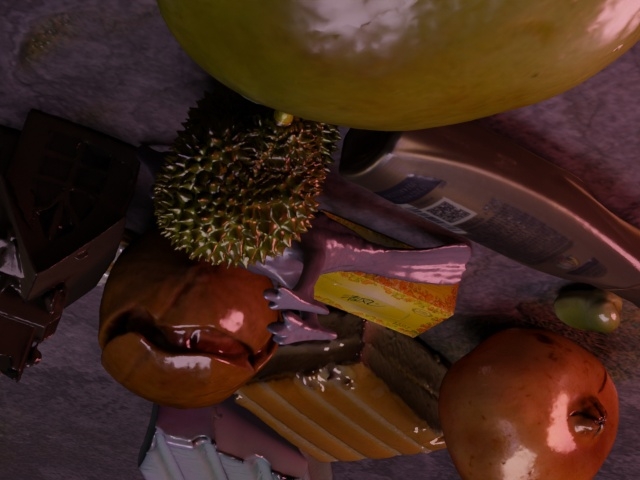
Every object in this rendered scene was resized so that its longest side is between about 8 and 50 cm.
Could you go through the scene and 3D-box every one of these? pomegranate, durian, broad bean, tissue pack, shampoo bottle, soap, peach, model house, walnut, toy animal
[{"bbox_3d":[0.233,0.202,1.519,0.209,0.209,0.209,11,154,5],"label":"pomegranate"},{"bbox_3d":[-0.061,-0.066,1.173,0.146,0.198,0.159,37,-170,-15],"label":"durian"},{"bbox_3d":[0.289,0.075,1.419,0.063,0.045,0.083,31,157,-29],"label":"broad bean"},{"bbox_3d":[0.053,0.040,1.440,0.176,0.062,0.095,22,153,-18],"label":"tissue pack"},{"bbox_3d":[0.188,-0.027,1.218,0.350,0.084,0.125,25,154,-22],"label":"shampoo bottle"},{"bbox_3d":[-0.126,0.309,1.955,0.261,0.156,0.446,9,154,10],"label":"soap"},{"bbox_3d":[0.047,-0.197,0.700,0.315,0.314,0.281,-17,115,18],"label":"peach"},{"bbox_3d":[-0.316,0.018,1.366,0.204,0.243,0.211,19,153,-10],"label":"model house"},{"bbox_3d":[-0.153,0.092,1.498,0.209,0.209,0.336,18,164,-9],"label":"walnut"},{"bbox_3d":[-0.018,0.015,1.292,0.367,0.206,0.081,19,125,-9],"label":"toy animal"}]

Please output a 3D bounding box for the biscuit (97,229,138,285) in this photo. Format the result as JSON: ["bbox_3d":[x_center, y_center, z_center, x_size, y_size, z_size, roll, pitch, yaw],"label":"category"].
[{"bbox_3d":[-0.338,-0.007,1.569,0.240,0.035,0.158,19,151,-11],"label":"biscuit"}]

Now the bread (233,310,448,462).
[{"bbox_3d":[0.029,0.182,1.679,0.239,0.111,0.246,-13,141,38],"label":"bread"}]
